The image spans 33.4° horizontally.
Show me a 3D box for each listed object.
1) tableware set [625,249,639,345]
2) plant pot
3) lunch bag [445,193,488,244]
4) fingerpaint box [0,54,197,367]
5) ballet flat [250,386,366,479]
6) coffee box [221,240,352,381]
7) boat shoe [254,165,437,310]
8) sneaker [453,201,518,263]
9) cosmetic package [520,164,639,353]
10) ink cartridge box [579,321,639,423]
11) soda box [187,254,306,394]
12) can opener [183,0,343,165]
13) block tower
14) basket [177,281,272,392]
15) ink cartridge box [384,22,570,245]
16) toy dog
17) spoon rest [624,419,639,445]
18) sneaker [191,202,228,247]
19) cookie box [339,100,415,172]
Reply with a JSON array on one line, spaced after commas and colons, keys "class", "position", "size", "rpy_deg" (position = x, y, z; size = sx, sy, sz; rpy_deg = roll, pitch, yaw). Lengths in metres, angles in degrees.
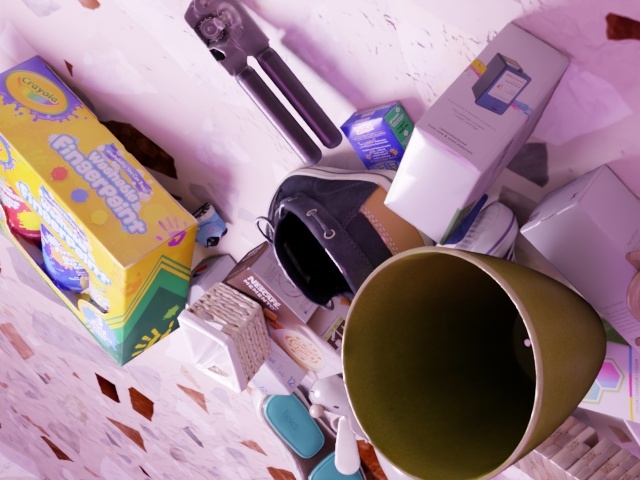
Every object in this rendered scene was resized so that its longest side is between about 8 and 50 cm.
[{"class": "tableware set", "position": [0.452, 0.050, 1.237], "size": [0.194, 0.039, 0.128], "rpy_deg": [-7, 112, 8]}, {"class": "plant pot", "position": [0.225, 0.137, 1.309], "size": [0.275, 0.293, 0.274], "rpy_deg": [3, 94, 42]}, {"class": "lunch bag", "position": [0.171, -0.050, 1.425], "size": [0.065, 0.098, 0.067], "rpy_deg": [39, 162, -18]}, {"class": "fingerpaint box", "position": [-0.434, -0.043, 1.910], "size": [0.445, 0.163, 0.371], "rpy_deg": [45, 150, 16]}, {"class": "ballet flat", "position": [-0.021, 0.443, 2.227], "size": [0.139, 0.139, 0.400], "rpy_deg": [-7, 122, 49]}, {"class": "coffee box", "position": [-0.039, 0.118, 1.844], "size": [0.246, 0.098, 0.141], "rpy_deg": [46, 148, -9]}, {"class": "boat shoe", "position": [0.000, 0.000, 1.534], "size": [0.187, 0.156, 0.500], "rpy_deg": [54, 164, -12]}, {"class": "sneaker", "position": [0.254, 0.054, 1.480], "size": [0.161, 0.102, 0.282], "rpy_deg": [29, 154, 4]}, {"class": "cosmetic package", "position": [0.374, 0.026, 1.320], "size": [0.231, 0.085, 0.117], "rpy_deg": [47, 147, -7]}, {"class": "ink cartridge box", "position": [0.376, 0.172, 1.465], "size": [0.209, 0.062, 0.109], "rpy_deg": [12, 113, 45]}, {"class": "soda box", "position": [-0.139, 0.163, 2.011], "size": [0.098, 0.091, 0.286], "rpy_deg": [-11, 122, 53]}, {"class": "can opener", "position": [-0.081, -0.230, 1.485], "size": [0.283, 0.076, 0.095], "rpy_deg": [51, 180, -6]}, {"class": "block tower", "position": [0.403, 0.347, 1.589], "size": [0.335, 0.091, 0.097], "rpy_deg": [29, 146, 51]}, {"class": "basket", "position": [-0.160, 0.166, 1.844], "size": [0.113, 0.103, 0.167], "rpy_deg": [27, 149, 25]}, {"class": "ink cartridge box", "position": [0.179, -0.122, 1.217], "size": [0.093, 0.212, 0.154], "rpy_deg": [37, 149, 12]}, {"class": "toy dog", "position": [0.105, 0.402, 1.987], "size": [0.334, 0.161, 0.220], "rpy_deg": [23, 144, 25]}, {"class": "spoon rest", "position": [0.508, 0.290, 1.507], "size": [0.137, 0.084, 0.276], "rpy_deg": [-2, 130, 47]}, {"class": "sneaker", "position": [-0.220, -0.008, 1.913], "size": [0.073, 0.063, 0.162], "rpy_deg": [45, 148, -14]}, {"class": "cookie box", "position": [0.092, -0.130, 1.456], "size": [0.092, 0.040, 0.107], "rpy_deg": [-5, 127, 51]}]
